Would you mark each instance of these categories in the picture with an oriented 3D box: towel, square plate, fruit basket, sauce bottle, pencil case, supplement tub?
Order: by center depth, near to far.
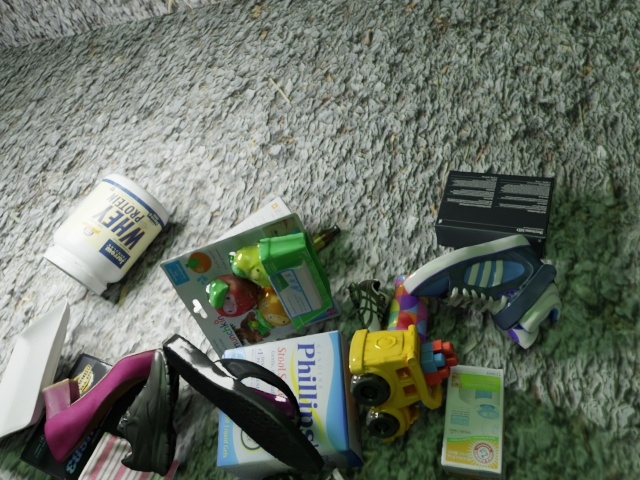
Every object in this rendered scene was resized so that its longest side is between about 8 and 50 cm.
[{"bbox_3d":[-0.447,0.548,1.187,0.196,0.029,0.144,23,63,-2],"label":"towel"},{"bbox_3d":[0.209,0.192,1.211,0.104,0.104,0.237,4,59,23],"label":"pencil case"},{"bbox_3d":[-0.158,0.128,1.251,0.352,0.327,0.165,-23,28,1],"label":"fruit basket"},{"bbox_3d":[-0.798,0.371,1.407,0.347,0.049,0.344,-30,45,34],"label":"square plate"},{"bbox_3d":[0.000,0.000,1.456,0.128,0.042,0.042,-32,52,-6],"label":"sauce bottle"},{"bbox_3d":[-0.658,-0.018,1.584,0.235,0.235,0.325,21,66,30],"label":"supplement tub"}]

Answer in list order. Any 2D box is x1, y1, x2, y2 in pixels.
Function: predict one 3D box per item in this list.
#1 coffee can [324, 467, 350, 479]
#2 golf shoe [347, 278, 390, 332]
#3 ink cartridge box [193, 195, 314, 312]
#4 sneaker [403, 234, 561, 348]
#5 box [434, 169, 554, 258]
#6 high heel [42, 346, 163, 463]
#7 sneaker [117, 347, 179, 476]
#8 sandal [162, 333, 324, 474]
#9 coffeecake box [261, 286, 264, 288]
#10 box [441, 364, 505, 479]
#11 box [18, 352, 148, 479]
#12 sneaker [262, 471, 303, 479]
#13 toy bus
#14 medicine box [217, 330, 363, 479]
[{"bbox_3d":[-0.006,0.595,0.938,0.275,0.202,0.201,-40,53,-10],"label":"coffee can"},{"bbox_3d":[0.135,0.174,1.263,0.093,0.077,0.198,-22,53,4],"label":"golf shoe"},{"bbox_3d":[-0.214,0.047,1.401,0.370,0.069,0.176,-34,53,-4],"label":"ink cartridge box"},{"bbox_3d":[0.372,0.136,1.132,0.322,0.130,0.237,-17,68,-10],"label":"sneaker"},{"bbox_3d":[0.441,-0.070,1.306,0.261,0.103,0.184,8,58,24],"label":"box"},{"bbox_3d":[-0.483,0.389,1.251,0.376,0.127,0.182,-22,72,2],"label":"high heel"},{"bbox_3d":[-0.394,0.391,1.174,0.130,0.109,0.287,4,83,-3],"label":"sneaker"},{"bbox_3d":[-0.154,0.299,1.045,0.445,0.168,0.107,27,52,33],"label":"sandal"},{"bbox_3d":[-0.128,0.064,1.438,0.142,0.068,0.185,-39,52,-7],"label":"coffeecake box"},{"bbox_3d":[0.314,0.370,1.042,0.114,0.103,0.203,1,57,21],"label":"box"},{"bbox_3d":[-0.575,0.469,1.319,0.293,0.073,0.296,10,61,27],"label":"box"},{"bbox_3d":[-0.130,0.595,1.052,0.271,0.108,0.100,-45,18,-10],"label":"sneaker"},{"bbox_3d":[0.182,0.286,1.054,0.211,0.220,0.149,-15,22,16],"label":"toy bus"},{"bbox_3d":[-0.065,0.370,1.152,0.289,0.149,0.264,-13,53,12],"label":"medicine box"}]
